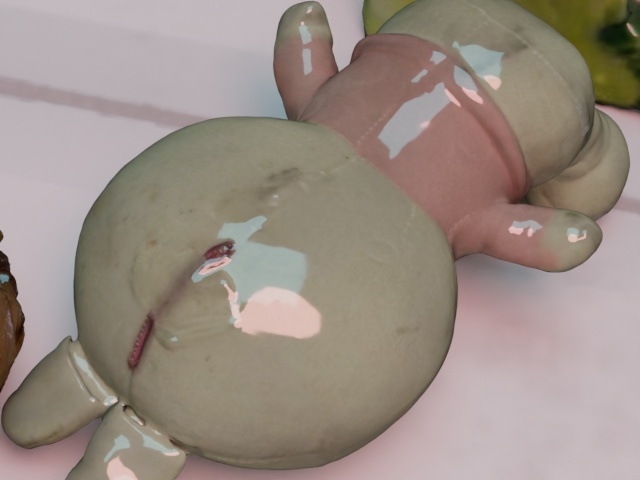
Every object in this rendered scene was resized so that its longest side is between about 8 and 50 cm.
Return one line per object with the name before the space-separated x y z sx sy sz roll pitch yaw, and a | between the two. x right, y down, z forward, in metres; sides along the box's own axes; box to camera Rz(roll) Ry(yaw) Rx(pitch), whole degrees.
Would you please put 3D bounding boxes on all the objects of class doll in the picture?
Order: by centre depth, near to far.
doll | 0.004 -0.009 0.630 0.275 0.113 0.155 -35 66 -30

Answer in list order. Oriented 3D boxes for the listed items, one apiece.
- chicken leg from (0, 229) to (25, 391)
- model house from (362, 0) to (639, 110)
chicken leg | -0.158 0.069 0.583 0.085 0.069 0.198 14 57 9
model house | 0.124 -0.199 0.734 0.170 0.211 0.194 16 51 9
